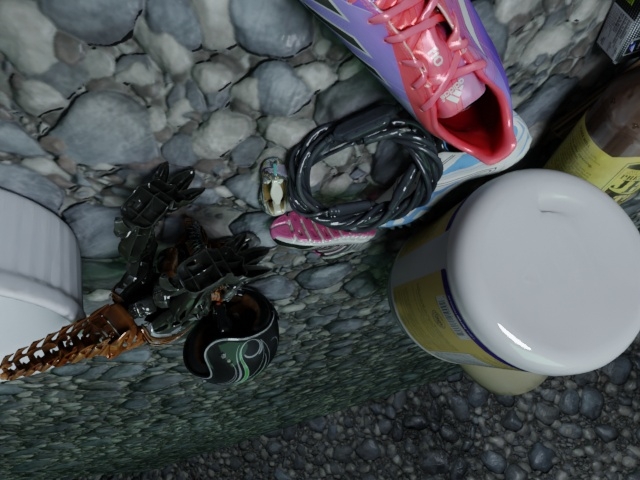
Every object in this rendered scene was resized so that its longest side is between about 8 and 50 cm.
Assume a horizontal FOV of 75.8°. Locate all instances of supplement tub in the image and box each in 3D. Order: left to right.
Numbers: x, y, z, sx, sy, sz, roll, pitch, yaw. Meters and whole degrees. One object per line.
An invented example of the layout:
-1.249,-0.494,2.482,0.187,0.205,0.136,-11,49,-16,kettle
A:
0.242,0.062,0.603,0.240,0.241,0.331,-10,169,-9,supplement tub

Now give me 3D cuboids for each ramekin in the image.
-0.410,0.055,0.452,0.277,0.135,0.277,-11,149,-7,ramekin

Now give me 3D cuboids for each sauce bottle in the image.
0.364,-0.122,0.492,0.111,0.112,0.344,-14,155,-4,sauce bottle

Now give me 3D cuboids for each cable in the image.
0.049,-0.076,0.495,0.184,0.047,0.151,-24,128,12,cable

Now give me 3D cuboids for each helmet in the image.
-0.161,0.181,0.749,0.169,0.169,0.162,-1,130,-23,helmet

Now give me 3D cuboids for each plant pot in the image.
0.404,0.221,1.034,0.274,0.257,0.256,33,126,-32,plant pot

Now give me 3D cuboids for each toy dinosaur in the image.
-0.172,0.059,0.481,0.164,0.322,0.218,32,128,-7,toy dinosaur

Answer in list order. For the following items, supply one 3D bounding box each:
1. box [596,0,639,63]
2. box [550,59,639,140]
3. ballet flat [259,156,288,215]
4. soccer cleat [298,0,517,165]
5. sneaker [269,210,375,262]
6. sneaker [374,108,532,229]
0.382,-0.274,0.369,0.184,0.045,0.191,-15,151,3,box
0.446,-0.179,0.577,0.201,0.021,0.164,11,141,-37,box
-0.059,-0.055,0.529,0.041,0.041,0.114,-10,149,-10,ballet flat
0.080,-0.166,0.334,0.108,0.117,0.318,-35,145,28,soccer cleat
0.000,0.000,0.622,0.170,0.063,0.075,-3,141,-30,sneaker
0.147,-0.093,0.540,0.086,0.085,0.237,41,129,-20,sneaker
